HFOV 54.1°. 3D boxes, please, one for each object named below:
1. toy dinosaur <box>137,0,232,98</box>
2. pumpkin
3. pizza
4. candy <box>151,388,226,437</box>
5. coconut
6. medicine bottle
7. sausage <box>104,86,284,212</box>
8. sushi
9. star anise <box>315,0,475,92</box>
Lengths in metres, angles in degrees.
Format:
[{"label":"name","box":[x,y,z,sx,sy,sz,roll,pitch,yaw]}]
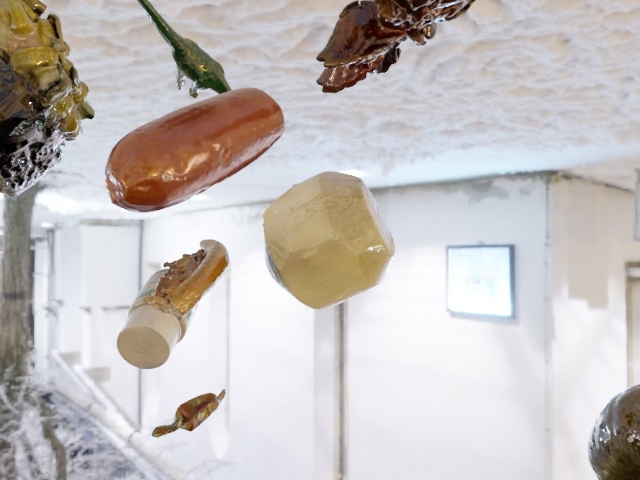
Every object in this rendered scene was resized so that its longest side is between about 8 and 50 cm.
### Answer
[{"label":"toy dinosaur","box":[-0.287,-0.433,1.455,0.447,0.087,0.301,33,161,-4]},{"label":"pumpkin","box":[0.654,0.407,1.212,0.325,0.232,0.242,-24,-156,48]},{"label":"pizza","box":[-0.221,0.058,1.069,0.134,0.056,0.271,-14,-160,19]},{"label":"candy","box":[-0.237,0.327,1.188,0.046,0.053,0.182,29,-153,27]},{"label":"coconut","box":[0.000,0.000,1.201,0.247,0.245,0.245,-24,172,15]},{"label":"medicine bottle","box":[-0.358,0.170,1.399,0.139,0.139,0.237,-1,-156,6]},{"label":"sausage","box":[-0.157,-0.114,0.784,0.113,0.114,0.259,-2,-155,38]},{"label":"sushi","box":[-0.594,-0.280,1.206,0.328,0.285,0.329,36,152,18]},{"label":"star anise","box":[0.103,-0.278,0.777,0.288,0.088,0.288,-33,174,-4]}]
